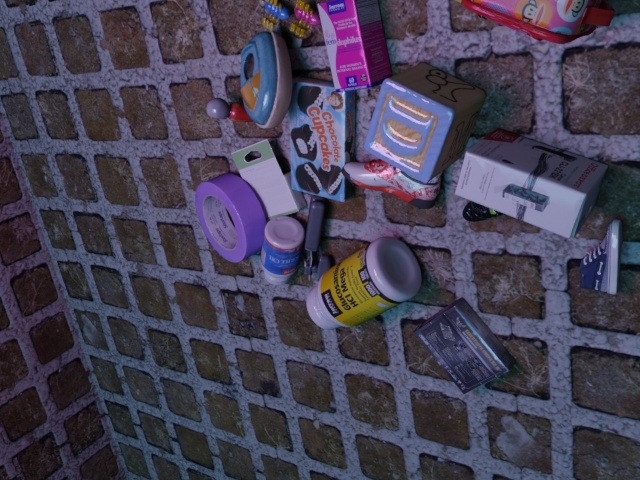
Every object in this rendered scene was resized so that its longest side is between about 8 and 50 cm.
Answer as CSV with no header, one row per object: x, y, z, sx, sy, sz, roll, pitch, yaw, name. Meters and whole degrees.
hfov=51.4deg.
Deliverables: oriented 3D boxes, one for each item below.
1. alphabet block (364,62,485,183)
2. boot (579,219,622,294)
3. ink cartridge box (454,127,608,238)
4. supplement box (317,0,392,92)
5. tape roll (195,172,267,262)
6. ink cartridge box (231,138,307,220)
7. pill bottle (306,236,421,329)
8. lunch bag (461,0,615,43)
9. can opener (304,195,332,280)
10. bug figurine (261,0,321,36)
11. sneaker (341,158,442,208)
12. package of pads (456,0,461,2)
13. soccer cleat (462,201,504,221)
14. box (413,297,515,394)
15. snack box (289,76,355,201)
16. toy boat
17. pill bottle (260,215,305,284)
0.246,-0.283,1.573,0.192,0.197,0.194,33,129,20,alphabet block
0.642,0.037,1.528,0.086,0.069,0.190,8,120,31,boot
0.471,-0.133,1.481,0.272,0.197,0.114,25,126,24,ink cartridge box
0.087,-0.489,1.641,0.111,0.114,0.220,1,112,38,supplement box
-0.286,-0.072,2.115,0.274,0.090,0.275,32,136,36,tape roll
-0.158,-0.184,2.026,0.171,0.056,0.235,-13,103,40,ink cartridge box
0.112,0.137,1.902,0.334,0.188,0.188,-35,90,43,pill bottle
0.434,-0.463,1.272,0.258,0.293,0.120,29,123,22,lunch bag
0.000,0.000,2.011,0.095,0.076,0.284,7,122,-3,can opener
-0.060,-0.649,1.677,0.216,0.072,0.279,45,136,26,bug figurine
0.190,-0.195,1.732,0.269,0.090,0.145,23,125,18,sneaker
0.299,-0.667,1.391,0.229,0.101,0.297,32,129,21,package of pads
0.419,-0.082,1.631,0.178,0.072,0.060,-18,102,42,soccer cleat
0.399,0.297,1.861,0.231,0.056,0.183,50,132,4,box
0.004,-0.280,1.849,0.187,0.060,0.322,16,122,30,snack box
-0.196,-0.411,1.836,0.318,0.148,0.268,-30,62,54,toy boat
-0.122,0.039,2.060,0.124,0.124,0.222,35,144,17,pill bottle
